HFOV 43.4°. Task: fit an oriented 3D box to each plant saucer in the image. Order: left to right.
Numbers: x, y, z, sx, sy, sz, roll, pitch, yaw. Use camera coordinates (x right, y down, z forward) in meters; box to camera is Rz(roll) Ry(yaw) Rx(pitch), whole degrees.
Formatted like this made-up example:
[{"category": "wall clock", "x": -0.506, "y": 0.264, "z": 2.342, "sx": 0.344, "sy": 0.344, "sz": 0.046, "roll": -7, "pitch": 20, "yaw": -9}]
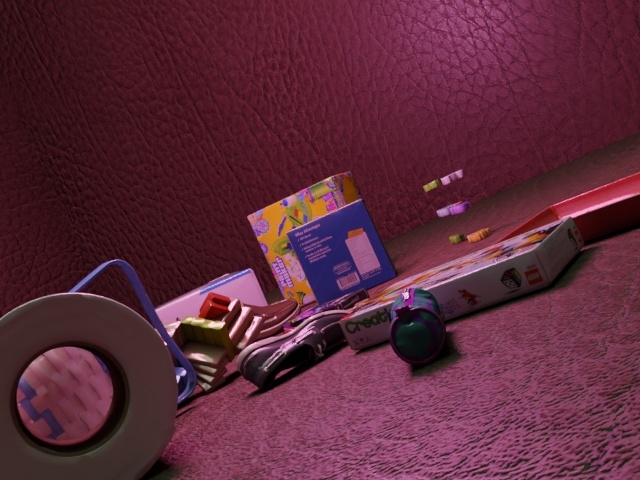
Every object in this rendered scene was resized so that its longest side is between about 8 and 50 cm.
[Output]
[{"category": "plant saucer", "x": 0.429, "y": -0.044, "z": 1.251, "sx": 0.259, "sy": 0.047, "sz": 0.258, "roll": -23, "pitch": 2, "yaw": 40}]

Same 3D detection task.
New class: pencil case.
[{"category": "pencil case", "x": 0.110, "y": 0.096, "z": 0.929, "sx": 0.065, "sy": 0.070, "sz": 0.152, "roll": -24, "pitch": 2, "yaw": 6}]

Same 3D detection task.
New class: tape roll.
[{"category": "tape roll", "x": -0.308, "y": 0.190, "z": 0.983, "sx": 0.246, "sy": 0.246, "sz": 0.169, "roll": -25, "pitch": 1, "yaw": -22}]

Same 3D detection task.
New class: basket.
[{"category": "basket", "x": -0.344, "y": 0.198, "z": 1.209, "sx": 0.289, "sy": 0.254, "sz": 0.201, "roll": -37, "pitch": 15, "yaw": -36}]

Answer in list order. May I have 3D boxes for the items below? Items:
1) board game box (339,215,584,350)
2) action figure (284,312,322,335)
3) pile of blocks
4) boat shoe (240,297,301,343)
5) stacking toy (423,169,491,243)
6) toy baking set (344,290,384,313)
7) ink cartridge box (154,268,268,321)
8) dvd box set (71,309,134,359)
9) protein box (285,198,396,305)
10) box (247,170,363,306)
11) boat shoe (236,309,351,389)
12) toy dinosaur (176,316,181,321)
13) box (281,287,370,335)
[{"category": "board game box", "x": 0.197, "y": 0.061, "z": 1.122, "sx": 0.305, "sy": 0.053, "sz": 0.193, "roll": -24, "pitch": 1, "yaw": 33}, {"category": "action figure", "x": -0.037, "y": 0.173, "z": 1.571, "sx": 0.038, "sy": 0.030, "sz": 0.115, "roll": -18, "pitch": -9, "yaw": -43}, {"category": "pile of blocks", "x": -0.258, "y": 0.200, "z": 1.388, "sx": 0.362, "sy": 0.112, "sz": 0.149, "roll": -35, "pitch": 43, "yaw": -28}, {"category": "boat shoe", "x": -0.160, "y": 0.180, "z": 1.817, "sx": 0.257, "sy": 0.095, "sz": 0.095, "roll": -28, "pitch": 17, "yaw": -29}, {"category": "stacking toy", "x": 0.318, "y": -0.072, "z": 1.938, "sx": 0.052, "sy": 0.167, "sz": 0.221, "roll": -25, "pitch": 2, "yaw": -12}, {"category": "toy baking set", "x": 0.048, "y": 0.140, "z": 1.414, "sx": 0.256, "sy": 0.030, "sz": 0.197, "roll": -24, "pitch": -2, "yaw": -13}, {"category": "ink cartridge box", "x": -0.310, "y": 0.209, "z": 2.227, "sx": 0.286, "sy": 0.166, "sz": 0.395, "roll": -24, "pitch": 2, "yaw": -12}, {"category": "dvd box set", "x": -0.550, "y": 0.318, "z": 1.596, "sx": 0.420, "sy": 0.062, "sz": 0.307, "roll": -25, "pitch": -26, "yaw": -28}, {"category": "protein box", "x": 0.053, "y": 0.029, "z": 1.934, "sx": 0.200, "sy": 0.201, "sz": 0.136, "roll": -24, "pitch": 1, "yaw": 6}, {"category": "box", "x": 0.000, "y": 0.000, "z": 2.223, "sx": 0.279, "sy": 0.289, "sz": 0.177, "roll": -23, "pitch": 1, "yaw": 20}, {"category": "boat shoe", "x": -0.023, "y": 0.168, "z": 1.213, "sx": 0.206, "sy": 0.075, "sz": 0.065, "roll": -19, "pitch": 41, "yaw": -28}, {"category": "toy dinosaur", "x": -0.328, "y": 0.260, "z": 1.582, "sx": 0.200, "sy": 0.127, "sz": 0.295, "roll": -32, "pitch": -3, "yaw": -9}, {"category": "box", "x": 0.010, "y": 0.149, "z": 1.677, "sx": 0.162, "sy": 0.029, "sz": 0.116, "roll": -22, "pitch": 2, "yaw": 31}]
